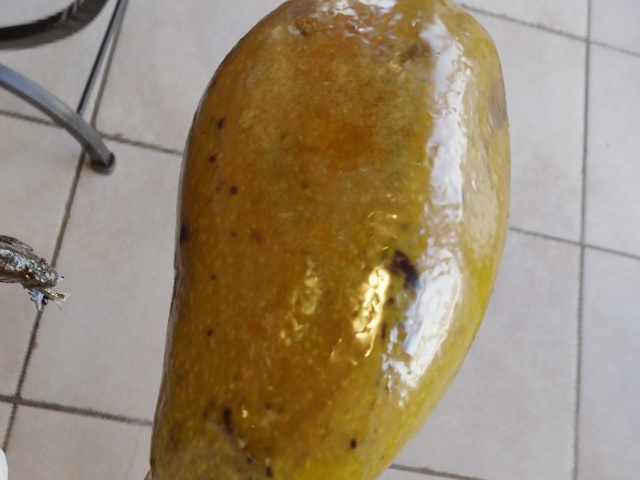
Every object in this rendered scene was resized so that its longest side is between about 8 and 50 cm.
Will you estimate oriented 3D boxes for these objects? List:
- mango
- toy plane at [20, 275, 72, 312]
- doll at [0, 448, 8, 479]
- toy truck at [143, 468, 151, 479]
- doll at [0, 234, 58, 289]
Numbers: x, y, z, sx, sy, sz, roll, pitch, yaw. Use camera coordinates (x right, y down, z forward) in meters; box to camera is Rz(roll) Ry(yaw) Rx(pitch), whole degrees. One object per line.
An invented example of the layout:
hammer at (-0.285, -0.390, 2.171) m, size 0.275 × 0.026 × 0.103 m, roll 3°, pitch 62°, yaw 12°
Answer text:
mango at (0.005, -0.004, 0.454) m, size 0.176 × 0.176 × 0.329 m, roll 31°, pitch 55°, yaw -26°
toy plane at (-0.434, 0.078, 1.295) m, size 0.083 × 0.031 × 0.078 m, roll 24°, pitch 42°, yaw -5°
doll at (-0.496, 0.269, 0.916) m, size 0.271 × 0.144 × 0.208 m, roll -24°, pitch 71°, yaw -21°
toy truck at (-0.221, 0.388, 1.513) m, size 0.155 × 0.124 × 0.268 m, roll 28°, pitch 94°, yaw -43°
doll at (-0.361, 0.022, 0.933) m, size 0.165 × 0.139 × 0.057 m, roll 17°, pitch 85°, yaw 14°
